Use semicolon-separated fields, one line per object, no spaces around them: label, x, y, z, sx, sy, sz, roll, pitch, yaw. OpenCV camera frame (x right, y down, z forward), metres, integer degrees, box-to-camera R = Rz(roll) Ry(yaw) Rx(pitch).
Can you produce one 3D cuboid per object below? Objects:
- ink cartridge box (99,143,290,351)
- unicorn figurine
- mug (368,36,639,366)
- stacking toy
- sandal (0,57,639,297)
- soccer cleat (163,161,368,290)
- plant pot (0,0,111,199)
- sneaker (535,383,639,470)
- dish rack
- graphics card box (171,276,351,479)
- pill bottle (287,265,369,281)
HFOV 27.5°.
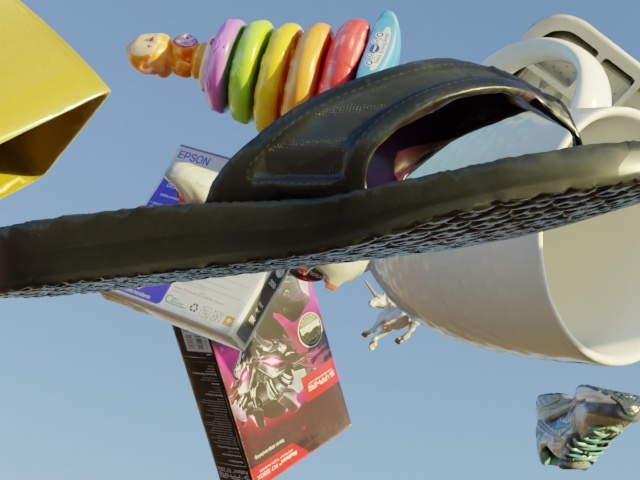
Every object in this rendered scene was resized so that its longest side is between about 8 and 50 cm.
ink cartridge box;-0.125;0.003;1.489;0.206;0.208;0.045;18;-22;31
unicorn figurine;0.112;0.122;2.047;0.162;0.111;0.060;3;-56;39
mug;0.225;-0.053;1.504;0.276;0.374;0.328;18;-10;-39
stacking toy;-0.070;-0.183;1.436;0.301;0.175;0.166;14;-40;7
sandal;0.009;-0.042;0.770;0.445;0.107;0.167;-8;-5;7
soccer cleat;-0.042;-0.029;1.137;0.196;0.076;0.068;28;5;-14
plant pot;-0.352;-0.130;1.175;0.212;0.187;0.212;-32;-2;-35
sneaker;0.422;0.300;2.037;0.110;0.122;0.283;14;-16;-11
dish rack;0.313;-0.107;1.664;0.285;0.072;0.333;37;-56;-3
graphics card box;-0.097;0.172;2.024;0.094;0.371;0.232;-2;19;46
pill bottle;0.000;0.000;1.736;0.108;0.108;0.180;20;-16;-26
